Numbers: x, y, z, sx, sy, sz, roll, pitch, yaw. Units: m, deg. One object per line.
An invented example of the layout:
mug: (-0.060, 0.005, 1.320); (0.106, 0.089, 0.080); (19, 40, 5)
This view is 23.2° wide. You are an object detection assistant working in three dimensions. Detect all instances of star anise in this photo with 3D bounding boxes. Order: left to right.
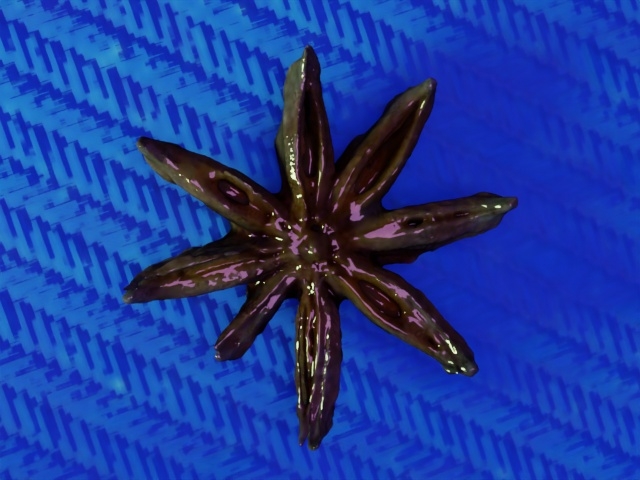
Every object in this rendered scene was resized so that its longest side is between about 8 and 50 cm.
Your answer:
star anise: (0.001, -0.001, 0.550); (0.141, 0.042, 0.141); (0, 92, -6)
